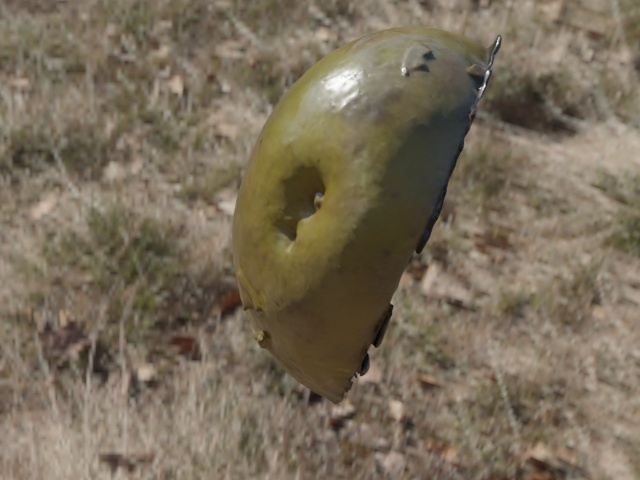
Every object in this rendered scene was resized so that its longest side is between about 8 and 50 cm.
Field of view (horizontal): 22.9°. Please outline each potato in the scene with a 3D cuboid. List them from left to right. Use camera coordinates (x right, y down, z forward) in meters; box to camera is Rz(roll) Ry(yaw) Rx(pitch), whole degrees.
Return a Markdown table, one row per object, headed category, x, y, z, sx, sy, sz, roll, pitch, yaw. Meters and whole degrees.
| category | x | y | z | sx | sy | sz | roll | pitch | yaw |
| --- | --- | --- | --- | --- | --- | --- | --- | --- | --- |
| potato | 0.000 | 0.000 | 0.812 | 0.098 | 0.243 | 0.138 | 21 | 33 | -2 |
